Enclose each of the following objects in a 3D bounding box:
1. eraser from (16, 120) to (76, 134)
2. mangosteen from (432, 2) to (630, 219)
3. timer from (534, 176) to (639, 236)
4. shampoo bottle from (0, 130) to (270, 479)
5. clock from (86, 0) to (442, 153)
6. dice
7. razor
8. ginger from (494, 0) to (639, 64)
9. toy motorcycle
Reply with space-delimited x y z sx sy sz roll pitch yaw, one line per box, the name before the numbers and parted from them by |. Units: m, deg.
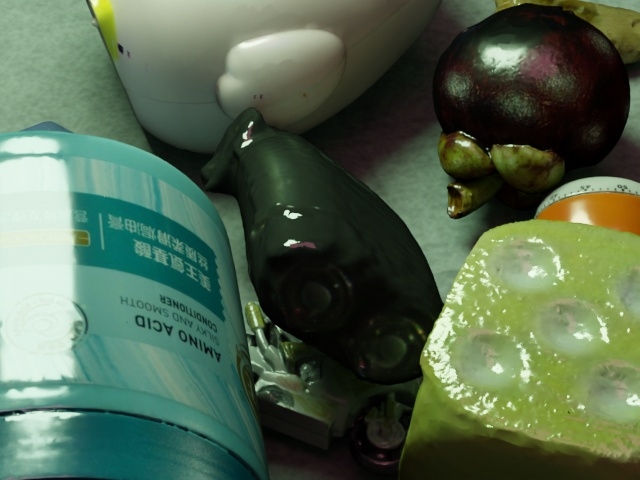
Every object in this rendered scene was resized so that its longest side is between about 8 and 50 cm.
eraser | -0.234 -0.059 1.618 0.225 0.036 0.082 29 36 29
mangosteen | 0.193 -0.115 1.590 0.194 0.194 0.230 18 78 17
timer | 0.263 0.008 1.519 0.136 0.099 0.136 -10 43 9
shampoo bottle | -0.213 0.140 1.273 0.331 0.331 0.342 -7 47 -4
clock | -0.050 -0.262 1.673 0.377 0.250 0.368 -21 50 -7
dice | 0.200 0.142 1.311 0.227 0.238 0.233 15 52 16
razor | 0.002 -0.004 1.434 0.107 0.189 0.327 -51 24 11
ginger | 0.265 -0.226 1.744 0.190 0.069 0.095 21 58 18
toy motorcycle | 0.013 0.115 1.454 0.225 0.073 0.152 25 50 23
